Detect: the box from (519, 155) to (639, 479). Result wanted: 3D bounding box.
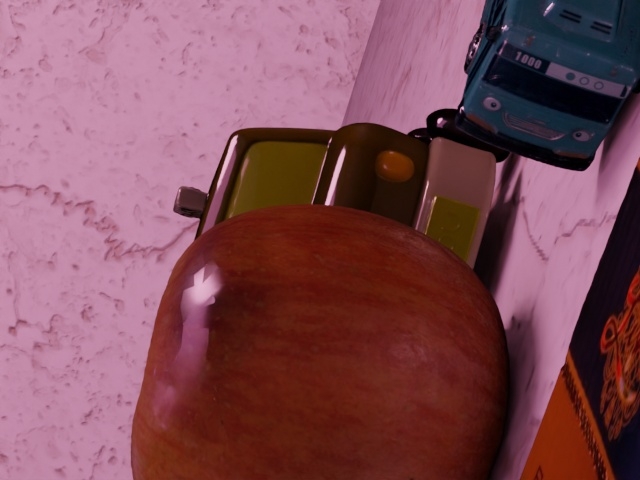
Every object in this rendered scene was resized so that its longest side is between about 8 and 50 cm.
[{"bbox_3d":[0.112,0.039,0.477,0.152,0.070,0.237,-87,17,-75],"label":"box"}]

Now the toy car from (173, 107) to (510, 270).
[{"bbox_3d":[0.000,0.000,1.158,0.248,0.198,0.204,133,154,-82],"label":"toy car"}]

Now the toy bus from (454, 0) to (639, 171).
[{"bbox_3d":[0.124,-0.124,0.886,0.092,0.079,0.160,115,173,-56],"label":"toy bus"}]

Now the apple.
[{"bbox_3d":[-0.001,0.085,0.937,0.211,0.187,0.211,-164,90,-89],"label":"apple"}]
